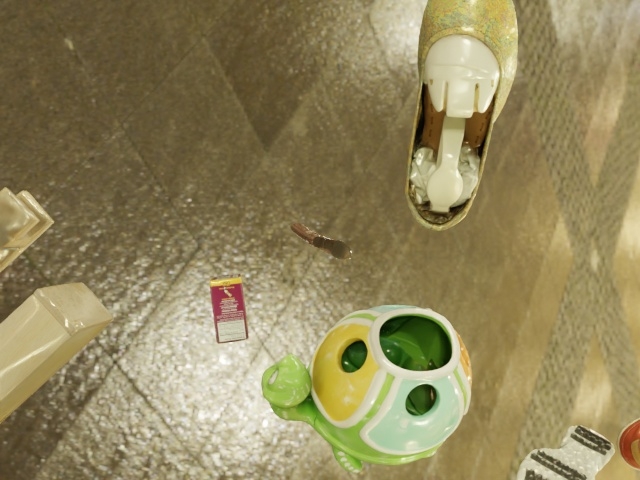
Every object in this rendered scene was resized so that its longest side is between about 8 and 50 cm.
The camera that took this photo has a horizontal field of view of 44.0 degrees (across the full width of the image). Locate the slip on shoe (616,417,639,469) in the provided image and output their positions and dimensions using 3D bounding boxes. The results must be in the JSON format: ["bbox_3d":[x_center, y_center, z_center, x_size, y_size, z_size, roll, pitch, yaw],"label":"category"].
[{"bbox_3d":[0.679,0.312,1.362,0.101,0.331,0.123,40,27,-85],"label":"slip on shoe"}]

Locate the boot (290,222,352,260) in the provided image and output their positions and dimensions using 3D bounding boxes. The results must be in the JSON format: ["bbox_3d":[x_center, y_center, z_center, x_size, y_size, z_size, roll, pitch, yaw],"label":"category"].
[{"bbox_3d":[0.000,0.000,1.628,0.106,0.114,0.037,27,90,-30],"label":"boot"}]

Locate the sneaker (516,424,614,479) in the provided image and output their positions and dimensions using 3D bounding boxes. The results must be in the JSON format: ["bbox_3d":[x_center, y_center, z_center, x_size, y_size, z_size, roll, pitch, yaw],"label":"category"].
[{"bbox_3d":[0.434,0.431,1.422,0.292,0.110,0.118,-5,119,-49],"label":"sneaker"}]

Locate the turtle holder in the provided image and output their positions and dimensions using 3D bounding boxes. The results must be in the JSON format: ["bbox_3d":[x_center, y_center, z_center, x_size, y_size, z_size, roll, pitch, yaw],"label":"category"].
[{"bbox_3d":[0.081,0.201,1.226,0.227,0.320,0.243,111,-2,-52],"label":"turtle holder"}]

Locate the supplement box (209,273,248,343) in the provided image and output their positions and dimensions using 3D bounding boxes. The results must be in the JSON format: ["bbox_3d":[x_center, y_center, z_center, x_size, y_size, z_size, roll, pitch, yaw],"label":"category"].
[{"bbox_3d":[-0.120,0.089,1.043,0.055,0.043,0.083,-155,-122,-83],"label":"supplement box"}]

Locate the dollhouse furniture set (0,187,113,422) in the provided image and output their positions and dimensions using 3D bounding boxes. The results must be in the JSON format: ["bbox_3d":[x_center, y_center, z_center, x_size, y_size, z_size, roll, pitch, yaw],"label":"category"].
[{"bbox_3d":[-0.508,0.047,1.017,0.394,0.256,0.362,47,1,2],"label":"dollhouse furniture set"}]

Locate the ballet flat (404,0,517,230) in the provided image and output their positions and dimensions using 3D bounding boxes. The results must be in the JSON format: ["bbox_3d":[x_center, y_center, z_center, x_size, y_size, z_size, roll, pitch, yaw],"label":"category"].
[{"bbox_3d":[0.164,-0.153,0.962,0.123,0.123,0.349,-52,155,-42],"label":"ballet flat"}]
